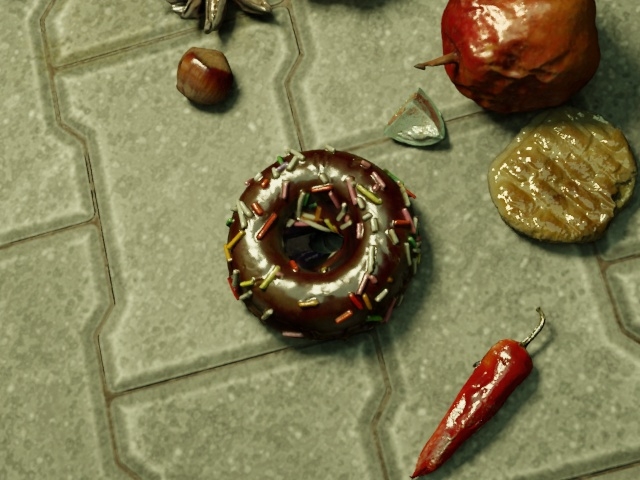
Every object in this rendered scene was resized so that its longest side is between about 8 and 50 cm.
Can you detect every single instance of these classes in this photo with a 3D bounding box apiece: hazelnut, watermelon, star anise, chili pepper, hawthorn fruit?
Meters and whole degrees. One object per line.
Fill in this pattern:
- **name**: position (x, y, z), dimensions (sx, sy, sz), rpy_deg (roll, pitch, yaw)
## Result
- **hazelnut**: position (-0.165, -0.230, 1.545), dimensions (0.086, 0.086, 0.086), rpy_deg (-3, 72, 8)
- **watermelon**: position (0.132, -0.165, 1.481), dimensions (0.085, 0.061, 0.085), rpy_deg (-7, 65, 14)
- **star anise**: position (-0.138, -0.378, 1.593), dimensions (0.195, 0.065, 0.182), rpy_deg (41, 78, 22)
- **chili pepper**: position (0.198, 0.191, 1.364), dimensions (0.059, 0.050, 0.268), rpy_deg (41, 83, 2)
- **hawthorn fruit**: position (0.227, -0.253, 1.419), dimensions (0.243, 0.207, 0.207), rpy_deg (-19, 70, -13)

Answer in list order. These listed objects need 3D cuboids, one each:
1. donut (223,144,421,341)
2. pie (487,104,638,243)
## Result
- **donut**: position (0.000, 0.000, 1.429), dimensions (0.270, 0.103, 0.269), rpy_deg (-3, 71, 7)
- **pie**: position (0.317, -0.080, 1.434), dimensions (0.195, 0.046, 0.195), rpy_deg (-3, 71, 9)
